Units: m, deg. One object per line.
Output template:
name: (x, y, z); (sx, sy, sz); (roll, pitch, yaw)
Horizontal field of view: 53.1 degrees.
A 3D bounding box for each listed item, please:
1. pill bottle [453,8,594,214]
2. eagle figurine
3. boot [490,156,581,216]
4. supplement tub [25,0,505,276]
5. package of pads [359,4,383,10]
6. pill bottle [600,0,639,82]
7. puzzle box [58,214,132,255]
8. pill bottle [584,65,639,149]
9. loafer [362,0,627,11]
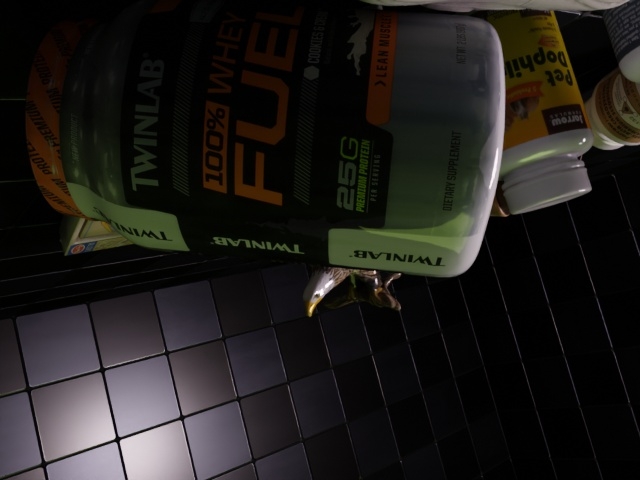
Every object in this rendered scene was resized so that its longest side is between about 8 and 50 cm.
pill bottle: (0.209, -0.141, 0.669); (0.117, 0.215, 0.117); (-15, 174, -2)
eagle figurine: (-0.001, 0.008, 0.986); (0.226, 0.298, 0.225); (-37, -152, 19)
boot: (0.423, -0.142, 1.273); (0.206, 0.090, 0.248); (-16, -149, 46)
supplement tub: (-0.036, -0.079, 0.487); (0.315, 0.194, 0.193); (4, 175, 4)
package of pads: (-0.012, -0.136, 0.723); (0.229, 0.101, 0.296); (-17, 172, 10)
pill bottle: (0.308, -0.199, 0.559); (0.107, 0.180, 0.108); (-14, 174, -2)
puzzle box: (-0.256, -0.062, 1.013); (0.272, 0.052, 0.409); (-11, 172, -28)
pill bottle: (0.512, -0.225, 1.022); (0.131, 0.131, 0.229); (-14, 173, -6)
loafer: (0.127, -0.215, 0.439); (0.319, 0.112, 0.111); (-12, -151, -31)
